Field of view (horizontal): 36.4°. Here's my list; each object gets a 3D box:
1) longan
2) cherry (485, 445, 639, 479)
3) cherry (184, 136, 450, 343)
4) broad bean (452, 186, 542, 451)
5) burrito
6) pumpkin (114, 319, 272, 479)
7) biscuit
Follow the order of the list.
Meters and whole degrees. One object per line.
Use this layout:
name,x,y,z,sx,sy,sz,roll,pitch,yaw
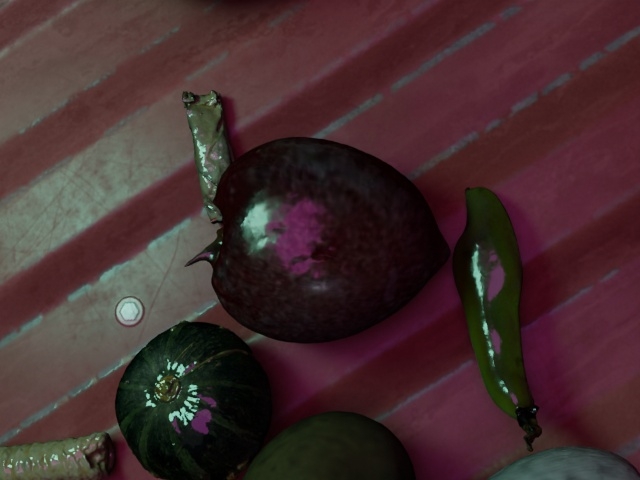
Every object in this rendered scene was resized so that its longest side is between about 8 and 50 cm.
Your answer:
longan,0.014,0.310,1.021,0.246,0.215,0.245,9,101,52
cherry,0.248,0.361,0.923,0.292,0.335,0.326,5,78,11
cherry,0.000,0.000,1.090,0.301,0.203,0.230,2,80,-4
broad bean,0.200,0.083,1.095,0.067,0.075,0.325,6,63,-32
burrito,-0.133,-0.107,1.208,0.051,0.042,0.171,-14,77,4
pumpkin,-0.143,0.188,1.109,0.190,0.146,0.190,-20,47,24
biscuit,-0.359,0.271,1.180,0.219,0.055,0.061,-7,100,7
